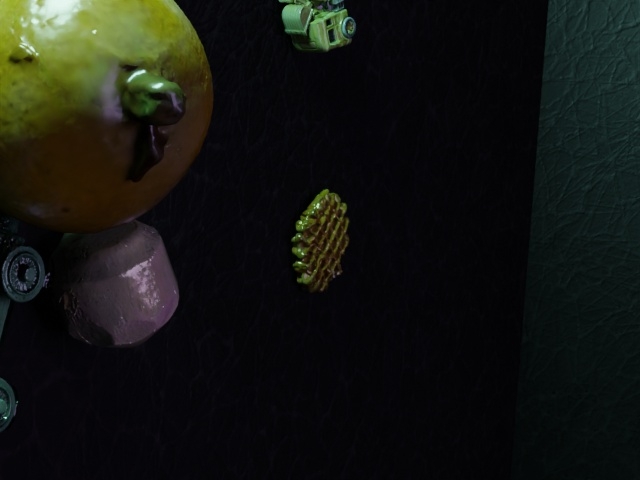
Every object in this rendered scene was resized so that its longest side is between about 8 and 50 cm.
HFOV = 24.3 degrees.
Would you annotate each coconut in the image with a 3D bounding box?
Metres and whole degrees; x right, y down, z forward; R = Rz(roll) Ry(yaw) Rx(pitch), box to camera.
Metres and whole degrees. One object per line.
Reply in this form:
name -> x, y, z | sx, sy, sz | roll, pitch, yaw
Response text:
coconut -> -0.273, 0.066, 1.964 | 0.171, 0.171, 0.183 | -48, 133, -49

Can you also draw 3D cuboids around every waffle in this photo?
waffle -> 0.002, 0.003, 2.617 | 0.191, 0.038, 0.191 | -19, 112, -60

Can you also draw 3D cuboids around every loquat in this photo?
loquat -> -0.270, -0.165, 1.720 | 0.328, 0.359, 0.328 | -6, 100, -37

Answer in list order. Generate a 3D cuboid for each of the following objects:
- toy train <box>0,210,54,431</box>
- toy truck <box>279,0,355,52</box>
toy train -> -0.422, 0.098, 1.712 | 0.189, 0.126, 0.307 | 32, 67, -60
toy truck -> -0.016, -0.401, 2.452 | 0.116, 0.085, 0.191 | -34, 122, -45
